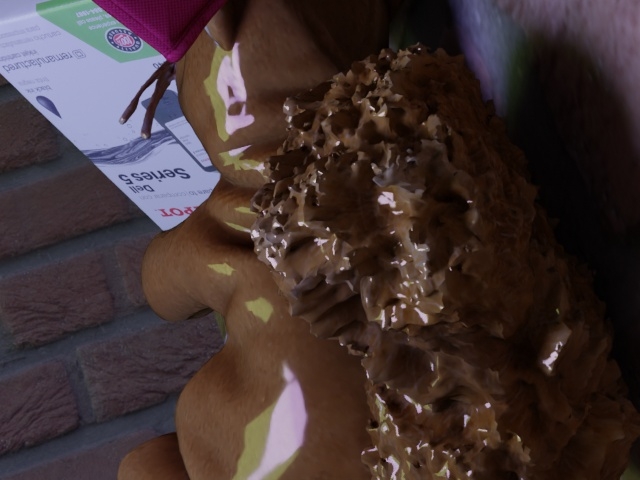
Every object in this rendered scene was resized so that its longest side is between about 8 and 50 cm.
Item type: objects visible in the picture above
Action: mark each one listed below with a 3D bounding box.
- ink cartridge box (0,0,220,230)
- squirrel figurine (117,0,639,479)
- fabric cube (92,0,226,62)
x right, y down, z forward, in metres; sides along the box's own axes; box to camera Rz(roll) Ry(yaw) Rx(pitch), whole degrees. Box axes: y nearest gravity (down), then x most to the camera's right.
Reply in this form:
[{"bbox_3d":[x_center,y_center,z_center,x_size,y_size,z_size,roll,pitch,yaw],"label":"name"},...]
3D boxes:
[{"bbox_3d":[-0.117,-0.132,0.974,0.273,0.198,0.114,48,-129,-40],"label":"ink cartridge box"},{"bbox_3d":[0.029,-0.015,0.735,0.397,0.281,0.370,4,101,63],"label":"squirrel figurine"},{"bbox_3d":[-0.113,-0.294,0.582,0.258,0.254,0.259,36,-167,-37],"label":"fabric cube"}]
